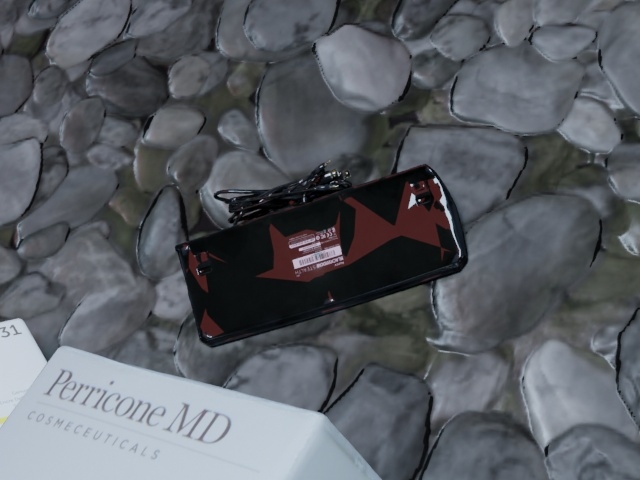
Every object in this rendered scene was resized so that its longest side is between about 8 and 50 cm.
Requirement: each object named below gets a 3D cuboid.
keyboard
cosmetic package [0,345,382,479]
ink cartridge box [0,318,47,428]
[{"bbox_3d":[0.000,0.000,1.070,0.192,0.038,0.100,-17,80,16],"label":"keyboard"},{"bbox_3d":[-0.151,0.291,0.822,0.230,0.161,0.453,8,56,45],"label":"cosmetic package"},{"bbox_3d":[-0.278,0.088,1.079,0.171,0.056,0.235,-12,48,-30],"label":"ink cartridge box"}]
